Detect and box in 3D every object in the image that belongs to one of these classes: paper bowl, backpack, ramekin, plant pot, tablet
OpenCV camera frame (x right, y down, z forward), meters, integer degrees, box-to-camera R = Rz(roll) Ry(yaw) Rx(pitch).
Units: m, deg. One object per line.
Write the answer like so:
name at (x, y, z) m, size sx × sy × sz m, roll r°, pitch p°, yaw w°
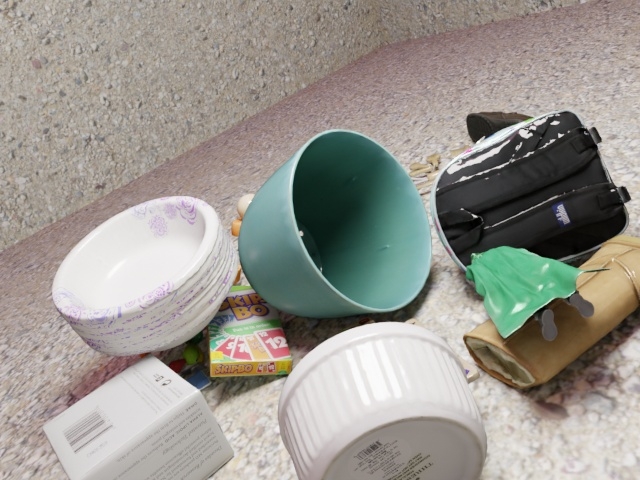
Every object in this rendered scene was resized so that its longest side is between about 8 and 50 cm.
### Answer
paper bowl at (-0.272, 0.067, 0.974) m, size 0.284 × 0.148 × 0.284 m, roll -14°, pitch 39°, yaw 12°
backpack at (0.296, -0.058, 0.912) m, size 0.253 × 0.225 × 0.191 m, roll -26°, pitch 1°, yaw 4°
ramekin at (0.065, 0.197, 0.594) m, size 0.207 × 0.207 × 0.109 m, roll -22°, pitch 32°, yaw 1°
plant pot at (0.000, 0.000, 0.989) m, size 0.235 × 0.293 × 0.293 m, roll -26°, pitch 14°, yaw 46°
tablet at (-0.224, 0.248, 0.980) m, size 0.083 × 0.006 × 0.054 m, roll -32°, pitch 25°, yaw -20°

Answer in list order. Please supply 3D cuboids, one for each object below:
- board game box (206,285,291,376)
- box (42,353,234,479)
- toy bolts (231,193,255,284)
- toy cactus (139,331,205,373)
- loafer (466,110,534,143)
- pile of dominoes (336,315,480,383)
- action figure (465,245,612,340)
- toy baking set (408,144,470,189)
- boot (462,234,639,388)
board game box at (-0.132, 0.141, 1.012) m, size 0.124 × 0.039 × 0.259 m, roll 1°, pitch 22°, yaw -14°
box at (-0.249, 0.272, 0.806) m, size 0.182 × 0.119 × 0.181 m, roll -34°, pitch 26°, yaw -27°
toy bolts at (-0.148, 0.002, 1.208) m, size 0.218 × 0.159 × 0.228 m, roll -21°, pitch 20°, yaw -35°
toy cactus at (-0.258, 0.157, 1.088) m, size 0.180 × 0.112 × 0.219 m, roll -27°, pitch 29°, yaw -32°
loafer at (0.443, -0.273, 1.440) m, size 0.078 × 0.080 × 0.220 m, roll -21°, pitch 26°, yaw -23°
pile of dominoes at (0.069, 0.165, 0.787) m, size 0.196 × 0.040 × 0.251 m, roll -27°, pitch 11°, yaw -5°
action figure at (0.243, 0.052, 0.745) m, size 0.137 × 0.063 × 0.232 m, roll -29°, pitch 15°, yaw -1°
toy baking set at (0.273, -0.153, 1.384) m, size 0.196 × 0.030 × 0.256 m, roll -6°, pitch 27°, yaw 39°
boot at (0.346, 0.094, 0.713) m, size 0.269 × 0.089 × 0.236 m, roll -29°, pitch 11°, yaw -17°
